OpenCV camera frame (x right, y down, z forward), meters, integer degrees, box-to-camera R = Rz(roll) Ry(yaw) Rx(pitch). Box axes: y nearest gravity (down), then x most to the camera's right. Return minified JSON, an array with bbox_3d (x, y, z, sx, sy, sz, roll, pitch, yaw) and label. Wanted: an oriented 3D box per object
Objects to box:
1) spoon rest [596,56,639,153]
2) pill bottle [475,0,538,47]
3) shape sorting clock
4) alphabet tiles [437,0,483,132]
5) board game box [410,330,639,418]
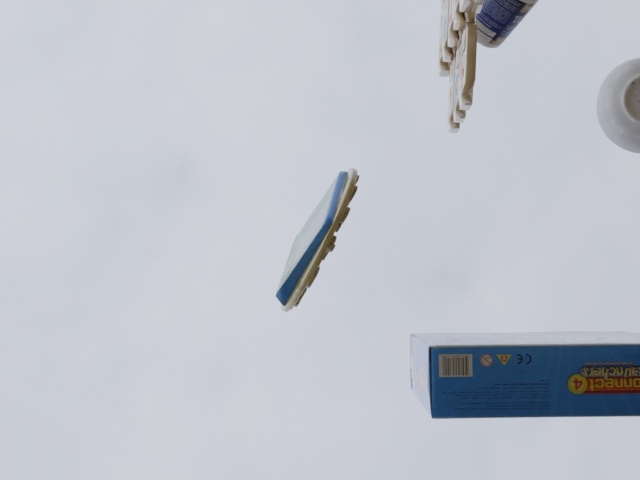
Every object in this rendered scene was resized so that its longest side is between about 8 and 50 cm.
[{"bbox_3d":[0.515,-0.174,1.394,0.084,0.276,0.137,20,-98,-68],"label":"spoon rest"},{"bbox_3d":[0.232,-0.302,1.276,0.067,0.120,0.067,20,-136,-21],"label":"pill bottle"},{"bbox_3d":[0.000,0.000,1.325,0.040,0.206,0.206,30,-115,-8],"label":"shape sorting clock"},{"bbox_3d":[0.127,-0.246,0.932,0.021,0.284,0.278,2,-94,2],"label":"alphabet tiles"},{"bbox_3d":[0.278,0.167,1.324,0.308,0.302,0.086,-1,-93,1],"label":"board game box"}]
